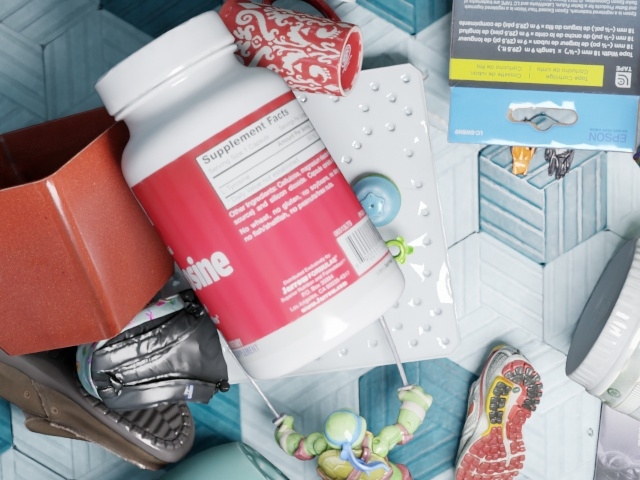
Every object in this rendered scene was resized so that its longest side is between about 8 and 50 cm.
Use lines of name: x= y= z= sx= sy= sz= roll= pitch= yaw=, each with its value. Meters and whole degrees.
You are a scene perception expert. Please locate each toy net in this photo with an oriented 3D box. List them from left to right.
toy net: x=0.000 y=0.000 z=1.788 sx=0.232 sy=0.045 sz=0.122 roll=-16 pitch=100 yaw=11

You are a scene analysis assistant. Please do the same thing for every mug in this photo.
mug: x=-0.035 y=-0.257 z=1.736 sx=0.169 sy=0.113 sz=0.150 roll=13 pitch=87 yaw=18

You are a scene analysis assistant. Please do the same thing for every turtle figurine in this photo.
turtle figurine: x=0.049 y=0.251 z=1.817 sx=0.197 sy=0.275 sz=0.266 roll=-31 pitch=138 yaw=-13

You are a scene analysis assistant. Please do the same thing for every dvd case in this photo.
dvd case: x=0.482 y=0.295 z=1.846 sx=0.221 sy=0.018 sz=0.165 roll=5 pitch=101 yaw=6

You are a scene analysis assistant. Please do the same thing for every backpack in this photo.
backpack: x=-0.223 y=0.151 z=1.782 sx=0.182 sy=0.115 sz=0.152 roll=-19 pitch=102 yaw=-22

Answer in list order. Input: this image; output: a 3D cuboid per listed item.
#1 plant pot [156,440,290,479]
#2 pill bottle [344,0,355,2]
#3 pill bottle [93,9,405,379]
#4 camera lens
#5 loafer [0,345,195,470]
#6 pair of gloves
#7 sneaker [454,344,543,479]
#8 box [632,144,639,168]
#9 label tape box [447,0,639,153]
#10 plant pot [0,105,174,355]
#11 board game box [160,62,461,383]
plant pot: x=-0.123 y=0.409 z=1.813 sx=0.293 sy=0.293 sz=0.235 roll=43 pitch=89 yaw=-2
pill bottle: x=0.032 y=-0.410 z=1.720 sx=0.117 sy=0.117 sz=0.209 roll=18 pitch=103 yaw=3
pill bottle: x=-0.092 y=-0.057 z=1.648 sx=0.229 sy=0.229 sz=0.408 roll=-31 pitch=94 yaw=11
camera lens: x=0.472 y=0.141 z=1.716 sx=0.274 sy=0.219 sz=0.219 roll=25 pitch=102 yaw=2
loafer: x=-0.338 y=0.210 z=1.888 sx=0.365 sy=0.134 sz=0.130 roll=30 pitch=125 yaw=10
pair of gloves: x=0.290 y=-0.119 z=1.797 sx=0.083 sy=0.010 sz=0.074 roll=7 pitch=100 yaw=3
sneaker: x=0.235 y=0.240 z=1.840 sx=0.088 sy=0.093 sz=0.225 roll=11 pitch=117 yaw=-15
box: x=0.547 y=-0.082 z=1.631 sx=0.279 sy=0.290 sz=0.177 roll=31 pitch=103 yaw=1
label tape box: x=0.285 y=-0.286 z=1.717 sx=0.240 sy=0.106 sz=0.334 roll=4 pitch=100 yaw=6
plant pot: x=-0.336 y=-0.005 z=1.752 sx=0.267 sy=0.267 sz=0.236 roll=-11 pitch=111 yaw=28
board game box: x=-0.031 y=-0.016 z=1.834 sx=0.389 sy=0.050 sz=0.390 roll=-8 pitch=99 yaw=8
